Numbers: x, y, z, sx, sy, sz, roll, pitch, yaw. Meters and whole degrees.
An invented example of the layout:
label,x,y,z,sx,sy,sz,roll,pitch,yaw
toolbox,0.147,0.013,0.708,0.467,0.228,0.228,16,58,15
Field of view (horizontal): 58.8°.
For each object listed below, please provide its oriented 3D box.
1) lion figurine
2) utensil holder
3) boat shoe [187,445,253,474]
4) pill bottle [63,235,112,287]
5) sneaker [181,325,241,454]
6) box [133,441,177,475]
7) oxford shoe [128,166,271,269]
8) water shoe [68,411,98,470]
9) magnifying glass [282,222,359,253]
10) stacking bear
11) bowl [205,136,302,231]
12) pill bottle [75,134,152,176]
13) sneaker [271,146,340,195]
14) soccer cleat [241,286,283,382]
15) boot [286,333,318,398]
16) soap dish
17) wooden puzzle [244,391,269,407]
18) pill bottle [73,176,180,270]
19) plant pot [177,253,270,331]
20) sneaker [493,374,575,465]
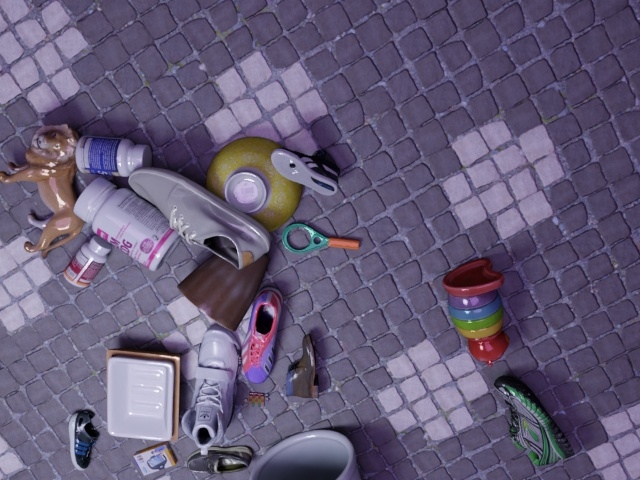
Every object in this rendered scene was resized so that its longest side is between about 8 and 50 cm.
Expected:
label,x,y,z,sx,sy,sz,roll,pitch,yaw
lion figurine,-0.778,-0.138,1.671,0.241,0.142,0.391,-11,115,-1
utensil holder,-0.007,0.843,1.747,0.328,0.327,0.385,-14,104,6
boat shoe,-0.334,0.726,1.860,0.224,0.073,0.080,-8,102,5
pill bottle,-0.701,0.062,1.722,0.086,0.086,0.152,39,102,-6
sneaker,-0.327,0.458,1.728,0.138,0.210,0.365,5,103,2
box,-0.557,0.730,1.897,0.136,0.028,0.081,-22,101,6
oxford shoe,-0.351,-0.063,1.563,0.450,0.169,0.130,30,61,8
water shoe,-0.774,0.665,1.870,0.080,0.073,0.203,-4,103,1
magnifying glass,0.000,0.000,1.705,0.231,0.026,0.092,7,103,3
stacking bear,0.470,0.227,1.668,0.164,0.175,0.288,-18,109,5
bowl,-0.199,-0.145,1.614,0.290,0.156,0.289,1,103,2
pill bottle,-0.590,-0.240,1.634,0.187,0.112,0.111,5,103,3
sneaker,-0.041,-0.221,1.600,0.217,0.121,0.079,30,136,-26
soccer cleat,-0.184,0.303,1.733,0.109,0.116,0.318,13,103,0
boot,-0.064,0.397,1.768,0.106,0.082,0.219,-5,104,1
soap dish,-0.551,0.478,1.793,0.229,0.118,0.290,5,103,2
wooden puzzle,-0.206,0.516,1.840,0.084,0.006,0.049,4,103,2
pill bottle,-0.553,-0.050,1.651,0.283,0.160,0.160,35,102,-4
plant pot,-0.261,0.109,1.664,0.215,0.215,0.230,39,87,-6
sneaker,0.632,0.562,1.742,0.146,0.134,0.343,-35,99,10
